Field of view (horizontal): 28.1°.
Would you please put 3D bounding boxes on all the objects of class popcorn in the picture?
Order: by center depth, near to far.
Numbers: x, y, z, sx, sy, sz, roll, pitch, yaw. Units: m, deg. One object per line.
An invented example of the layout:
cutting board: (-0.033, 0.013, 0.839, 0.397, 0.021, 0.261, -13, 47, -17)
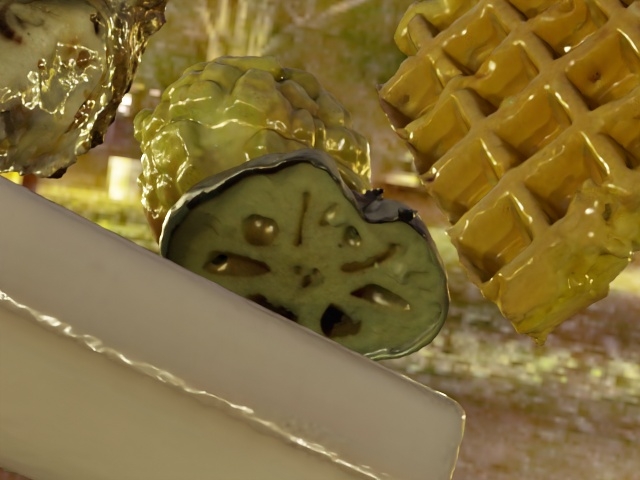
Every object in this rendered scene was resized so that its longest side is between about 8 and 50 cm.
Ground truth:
popcorn: (-0.064, -0.048, 1.140, 0.217, 0.235, 0.181, -2, 28, 36)

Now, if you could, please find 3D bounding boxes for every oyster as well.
oyster: (-0.268, -0.163, 1.254, 0.396, 0.204, 0.111, -13, 5, 35)

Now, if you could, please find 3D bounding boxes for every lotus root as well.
lotus root: (-0.003, 0.001, 0.899, 0.203, 0.183, 0.078, -12, 36, 31)

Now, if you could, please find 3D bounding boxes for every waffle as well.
waffle: (0.137, -0.095, 0.610, 0.057, 0.219, 0.229, 41, 19, -40)

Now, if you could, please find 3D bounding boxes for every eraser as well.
eraser: (-0.094, 0.061, 0.557, 0.270, 0.095, 0.174, 28, -31, -11)

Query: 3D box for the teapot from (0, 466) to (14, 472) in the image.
teapot: (-0.136, 0.087, 0.756, 0.200, 0.107, 0.077, -3, 9, 34)
